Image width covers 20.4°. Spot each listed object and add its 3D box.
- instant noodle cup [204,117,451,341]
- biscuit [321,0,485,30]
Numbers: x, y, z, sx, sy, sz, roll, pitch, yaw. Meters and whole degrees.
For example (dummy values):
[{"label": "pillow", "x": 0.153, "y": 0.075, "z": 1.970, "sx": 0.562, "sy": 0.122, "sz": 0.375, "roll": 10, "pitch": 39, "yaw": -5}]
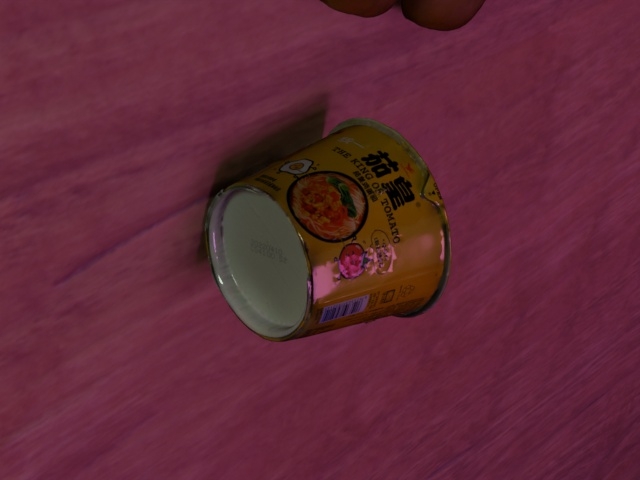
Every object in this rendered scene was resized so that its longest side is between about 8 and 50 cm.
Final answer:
[{"label": "instant noodle cup", "x": 0.000, "y": 0.000, "z": 1.513, "sx": 0.144, "sy": 0.182, "sz": 0.182, "roll": -20, "pitch": 141, "yaw": -36}, {"label": "biscuit", "x": 0.126, "y": -0.301, "z": 1.446, "sx": 0.291, "sy": 0.062, "sz": 0.237, "roll": -58, "pitch": 155, "yaw": 17}]
